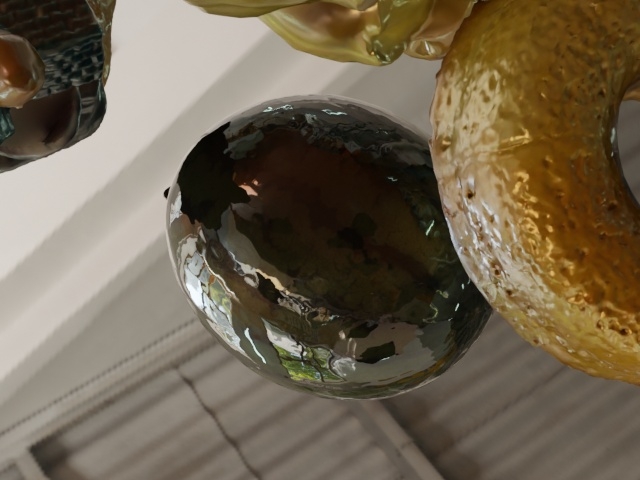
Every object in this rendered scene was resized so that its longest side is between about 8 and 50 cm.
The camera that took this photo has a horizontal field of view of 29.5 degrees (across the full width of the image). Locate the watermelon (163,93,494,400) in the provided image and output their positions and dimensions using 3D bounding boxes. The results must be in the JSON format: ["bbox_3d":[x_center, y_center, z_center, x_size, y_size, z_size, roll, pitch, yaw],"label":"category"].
[{"bbox_3d":[0.000,0.000,1.155,0.359,0.279,0.279,29,-95,40],"label":"watermelon"}]

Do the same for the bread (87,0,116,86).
[{"bbox_3d":[-0.374,-0.320,1.418,0.148,0.328,0.337,-9,-107,28],"label":"bread"}]

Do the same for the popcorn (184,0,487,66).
[{"bbox_3d":[-0.001,-0.194,0.411,0.225,0.332,0.265,25,-99,28],"label":"popcorn"}]

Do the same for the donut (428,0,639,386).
[{"bbox_3d":[0.109,-0.028,0.387,0.152,0.058,0.151,1,-93,-11],"label":"donut"}]

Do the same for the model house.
[{"bbox_3d":[-0.300,-0.127,1.103,0.271,0.190,0.301,-20,-158,-21],"label":"model house"}]
